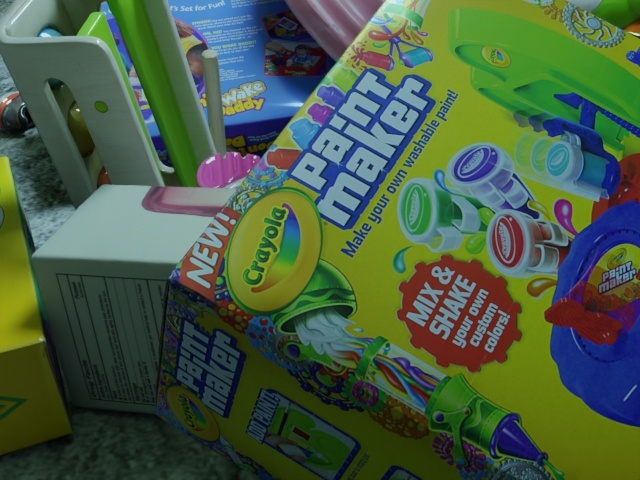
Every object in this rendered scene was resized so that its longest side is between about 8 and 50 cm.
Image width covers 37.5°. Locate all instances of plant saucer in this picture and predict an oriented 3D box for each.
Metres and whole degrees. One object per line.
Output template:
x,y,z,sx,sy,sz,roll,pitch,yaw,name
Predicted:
0.072,-0.310,1.179,0.084,0.332,0.332,-39,16,29,plant saucer

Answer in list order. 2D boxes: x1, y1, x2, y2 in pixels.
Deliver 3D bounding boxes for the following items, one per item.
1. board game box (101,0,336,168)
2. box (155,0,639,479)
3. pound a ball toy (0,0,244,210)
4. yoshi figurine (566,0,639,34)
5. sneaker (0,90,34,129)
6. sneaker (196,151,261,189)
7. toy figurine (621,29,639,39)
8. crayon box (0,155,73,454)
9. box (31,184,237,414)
-0.149,-0.199,1.153,0.347,0.078,0.233,-9,57,-5,board game box
0.102,0.028,0.542,0.279,0.177,0.290,30,58,7,box
-0.182,-0.116,0.922,0.136,0.319,0.208,3,47,16,pound a ball toy
0.329,-0.352,1.263,0.362,0.202,0.204,12,22,42,yoshi figurine
-0.381,-0.194,1.315,0.065,0.061,0.158,22,46,18,sneaker
0.000,0.000,0.860,0.253,0.111,0.103,11,33,-16,sneaker
0.439,-0.106,0.976,0.363,0.191,0.217,13,4,41,toy figurine
-0.399,0.069,0.807,0.313,0.106,0.363,-14,31,-15,crayon box
-0.080,0.048,0.741,0.233,0.148,0.126,3,31,15,box
